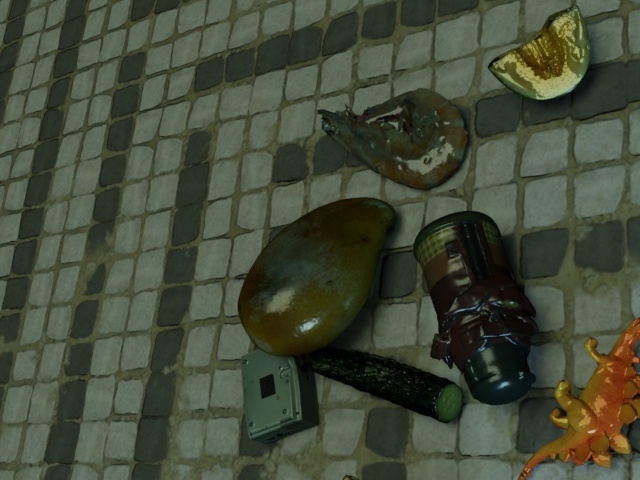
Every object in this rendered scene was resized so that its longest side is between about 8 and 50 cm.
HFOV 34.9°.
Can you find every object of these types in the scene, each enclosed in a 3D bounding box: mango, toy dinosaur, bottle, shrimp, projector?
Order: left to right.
[{"bbox_3d":[-0.070,0.241,1.655,0.115,0.061,0.147,-25,57,26],"label":"projector"},{"bbox_3d":[-0.002,0.047,1.622,0.192,0.146,0.316,31,73,30],"label":"mango"},{"bbox_3d":[0.117,-0.192,1.708,0.316,0.062,0.164,28,84,39],"label":"shrimp"},{"bbox_3d":[0.216,0.100,1.435,0.156,0.143,0.271,-30,55,25],"label":"bottle"},{"bbox_3d":[0.356,0.229,1.316,0.117,0.070,0.288,38,100,42],"label":"toy dinosaur"}]

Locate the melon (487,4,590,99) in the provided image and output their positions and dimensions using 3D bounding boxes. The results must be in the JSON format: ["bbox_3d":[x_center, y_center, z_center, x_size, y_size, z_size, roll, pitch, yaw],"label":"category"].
[{"bbox_3d":[0.349,-0.271,1.552,0.160,0.079,0.128,-33,73,22],"label":"melon"}]

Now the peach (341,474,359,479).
[{"bbox_3d":[0.145,0.423,1.335,0.267,0.154,0.159,4,63,30],"label":"peach"}]

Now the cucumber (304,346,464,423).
[{"bbox_3d":[0.085,0.205,1.544,0.293,0.067,0.068,14,79,44],"label":"cucumber"}]
